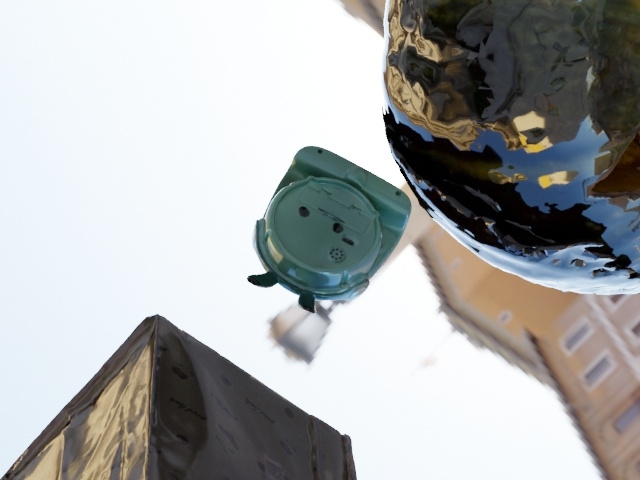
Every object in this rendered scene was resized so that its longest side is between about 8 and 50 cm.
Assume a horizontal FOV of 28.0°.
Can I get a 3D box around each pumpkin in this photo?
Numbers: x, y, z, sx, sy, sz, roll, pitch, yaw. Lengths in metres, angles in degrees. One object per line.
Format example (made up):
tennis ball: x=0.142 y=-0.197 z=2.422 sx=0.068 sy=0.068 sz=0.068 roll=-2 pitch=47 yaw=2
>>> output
pumpkin: x=0.171 y=-0.123 z=0.718 sx=0.320 sy=0.320 sz=0.192 roll=28 pitch=174 yaw=-40

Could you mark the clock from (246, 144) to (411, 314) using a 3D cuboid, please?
clock: x=0.000 y=0.000 z=0.944 sx=0.101 sy=0.041 sz=0.135 roll=28 pitch=-123 yaw=6

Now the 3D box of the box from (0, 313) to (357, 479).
box: x=-0.107 y=0.237 z=0.846 sx=0.190 sy=0.225 sz=0.297 roll=37 pitch=-161 yaw=-21
